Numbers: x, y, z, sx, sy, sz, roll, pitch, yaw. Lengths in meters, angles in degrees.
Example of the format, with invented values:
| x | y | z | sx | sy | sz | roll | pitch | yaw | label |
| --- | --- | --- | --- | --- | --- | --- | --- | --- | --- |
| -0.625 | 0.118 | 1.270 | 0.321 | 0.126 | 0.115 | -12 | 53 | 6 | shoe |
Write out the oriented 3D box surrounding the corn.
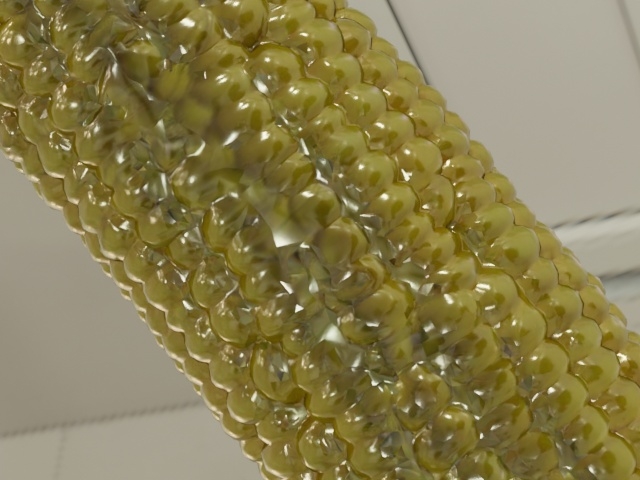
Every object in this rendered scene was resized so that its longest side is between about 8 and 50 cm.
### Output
| x | y | z | sx | sy | sz | roll | pitch | yaw | label |
| --- | --- | --- | --- | --- | --- | --- | --- | --- | --- |
| 0.000 | 0.000 | 0.435 | 0.101 | 0.101 | 0.310 | -37 | 88 | -6 | corn |
